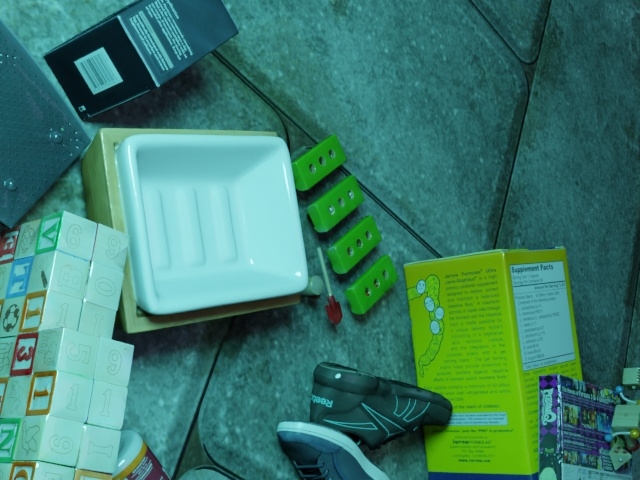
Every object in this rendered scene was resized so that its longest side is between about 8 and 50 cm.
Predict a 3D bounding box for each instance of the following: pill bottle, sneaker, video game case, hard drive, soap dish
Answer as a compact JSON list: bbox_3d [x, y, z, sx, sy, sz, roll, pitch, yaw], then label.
[{"bbox_3d":[-0.202,0.296,1.154,0.086,0.086,0.152,-49,118,-41],"label":"pill bottle"},{"bbox_3d":[0.007,0.351,1.367,0.226,0.086,0.163,44,50,-33],"label":"sneaker"},{"bbox_3d":[0.402,0.322,1.543,0.232,0.041,0.210,19,68,-45],"label":"video game case"},{"bbox_3d":[-0.376,-0.152,1.085,0.255,0.054,0.172,54,48,-26],"label":"hard drive"},{"bbox_3d":[-0.152,-0.017,1.244,0.290,0.118,0.229,-6,87,-50],"label":"soap dish"},{"bbox_3d":[0.083,0.248,1.483,0.267,0.101,0.106,19,83,-37],"label":"sneaker"}]

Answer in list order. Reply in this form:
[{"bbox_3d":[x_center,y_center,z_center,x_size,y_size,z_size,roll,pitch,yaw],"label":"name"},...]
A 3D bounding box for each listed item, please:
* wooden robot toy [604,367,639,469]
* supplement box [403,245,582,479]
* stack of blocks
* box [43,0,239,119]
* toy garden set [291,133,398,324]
[{"bbox_3d":[0.497,0.275,1.570,0.076,0.079,0.173,51,47,-28],"label":"wooden robot toy"},{"bbox_3d":[0.280,0.197,1.615,0.194,0.195,0.357,-1,83,-47],"label":"supplement box"},{"bbox_3d":[-0.277,0.127,1.047,0.087,0.171,0.297,24,64,-42],"label":"stack of blocks"},{"bbox_3d":[-0.210,-0.232,1.205,0.158,0.156,0.093,-45,113,-43],"label":"box"},{"bbox_3d":[0.000,0.000,1.466,0.204,0.049,0.244,-40,112,-46],"label":"toy garden set"}]
